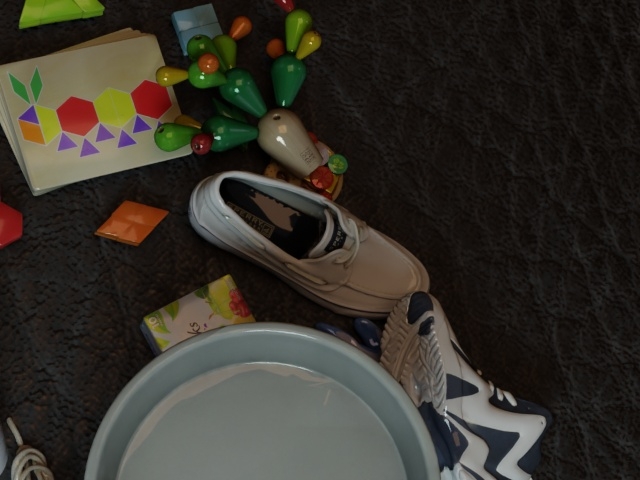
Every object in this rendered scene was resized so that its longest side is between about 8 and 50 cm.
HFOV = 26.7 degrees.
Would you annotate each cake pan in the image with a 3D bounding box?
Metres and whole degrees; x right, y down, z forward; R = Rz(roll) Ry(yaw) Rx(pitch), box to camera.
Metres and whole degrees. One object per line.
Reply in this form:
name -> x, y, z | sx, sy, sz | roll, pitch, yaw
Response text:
cake pan -> -0.047, 0.212, 1.120 | 0.293, 0.054, 0.293 | 1, 66, -2

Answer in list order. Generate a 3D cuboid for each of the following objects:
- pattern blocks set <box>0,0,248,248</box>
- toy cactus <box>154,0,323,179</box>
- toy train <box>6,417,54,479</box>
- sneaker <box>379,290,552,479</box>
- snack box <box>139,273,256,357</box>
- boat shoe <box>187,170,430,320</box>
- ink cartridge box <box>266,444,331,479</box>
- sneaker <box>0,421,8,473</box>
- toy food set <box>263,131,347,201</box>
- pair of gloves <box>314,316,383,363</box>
pattern blocks set -> -0.235, -0.129, 1.360 | 0.325, 0.026, 0.285 | -7, 78, -19
toy cactus -> -0.060, -0.144, 1.360 | 0.180, 0.112, 0.219 | 49, 58, -11
toy train -> -0.240, 0.266, 1.187 | 0.105, 0.143, 0.248 | -17, 80, -20
sneaker -> 0.154, 0.159, 1.345 | 0.153, 0.094, 0.235 | -8, 75, -44
snack box -> -0.101, 0.118, 1.324 | 0.100, 0.037, 0.141 | -28, 84, -20
boat shoe -> 0.000, 0.000, 1.350 | 0.267, 0.088, 0.096 | 29, 70, -13
ink cartridge box -> -0.067, 0.316, 1.206 | 0.100, 0.172, 0.237 | 34, 69, -4
sneaker -> -0.379, 0.096, 1.207 | 0.137, 0.210, 0.366 | -16, 45, -20
toy food set -> -0.015, -0.072, 1.411 | 0.083, 0.020, 0.082 | 27, 69, -6
pair of gloves -> 0.039, 0.172, 1.332 | 0.159, 0.023, 0.198 | 29, 58, -17
